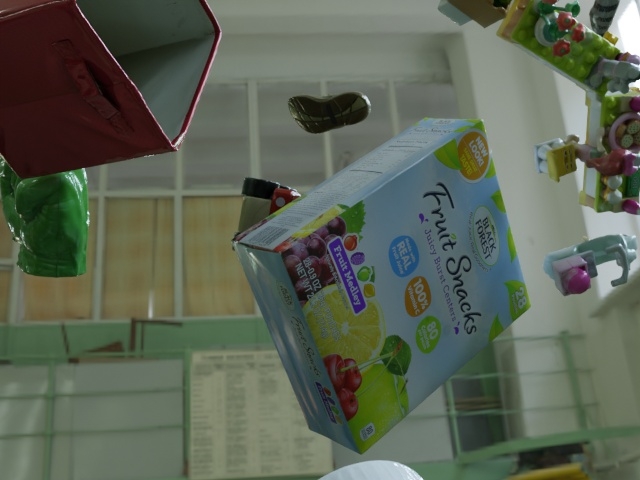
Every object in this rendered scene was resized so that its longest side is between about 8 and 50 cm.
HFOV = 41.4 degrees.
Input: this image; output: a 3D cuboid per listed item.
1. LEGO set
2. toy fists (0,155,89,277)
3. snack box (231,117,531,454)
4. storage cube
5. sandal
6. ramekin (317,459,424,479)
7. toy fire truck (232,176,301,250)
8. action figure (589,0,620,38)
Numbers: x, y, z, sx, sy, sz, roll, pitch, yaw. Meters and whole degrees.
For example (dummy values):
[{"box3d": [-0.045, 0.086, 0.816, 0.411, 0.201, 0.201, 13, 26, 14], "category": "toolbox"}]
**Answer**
[{"box3d": [0.197, -0.092, 0.609, 0.132, 0.107, 0.287, -29, -66, -4], "category": "LEGO set"}, {"box3d": [-0.332, -0.055, 1.006, 0.096, 0.142, 0.279, 1, 11, -22], "category": "toy fists"}, {"box3d": [0.057, 0.027, 0.644, 0.207, 0.175, 0.070, -35, 28, -29], "category": "snack box"}, {"box3d": [-0.237, -0.198, 0.827, 0.193, 0.215, 0.184, -8, -41, 22], "category": "storage cube"}, {"box3d": [0.019, -0.226, 1.455, 0.180, 0.072, 0.049, 0, 26, 42], "category": "sandal"}, {"box3d": [0.063, 0.433, 1.151, 0.277, 0.135, 0.277, -13, -56, -19], "category": "ramekin"}, {"box3d": [0.000, 0.000, 1.367, 0.246, 0.159, 0.217, 10, 0, 10], "category": "toy fire truck"}, {"box3d": [0.451, -0.399, 1.168, 0.341, 0.179, 0.330, -15, 3, 1], "category": "action figure"}]
